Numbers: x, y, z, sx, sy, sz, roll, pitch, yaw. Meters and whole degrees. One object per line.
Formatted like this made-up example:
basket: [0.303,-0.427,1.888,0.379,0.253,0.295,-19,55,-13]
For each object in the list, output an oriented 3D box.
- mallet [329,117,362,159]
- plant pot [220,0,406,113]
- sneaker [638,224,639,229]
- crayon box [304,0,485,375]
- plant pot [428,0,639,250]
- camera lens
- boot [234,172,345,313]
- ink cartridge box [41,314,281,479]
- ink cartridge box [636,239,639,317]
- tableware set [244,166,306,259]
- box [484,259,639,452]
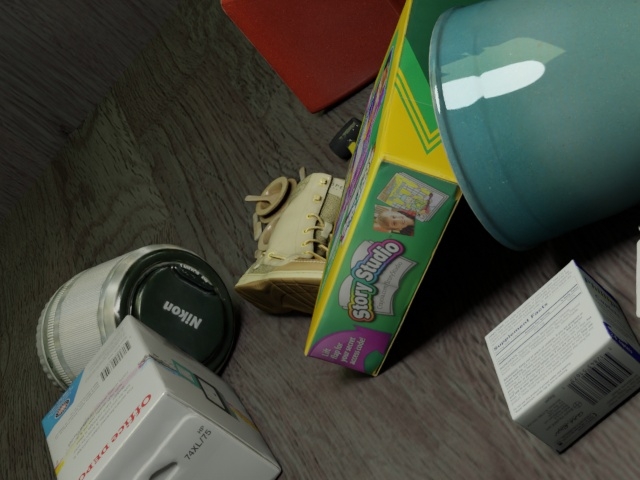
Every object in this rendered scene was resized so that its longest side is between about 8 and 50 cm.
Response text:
mallet: [0.064,-0.124,1.967,0.062,0.039,0.190,-51,28,11]
plant pot: [0.042,-0.405,2.140,0.235,0.267,0.267,-11,45,36]
sneaker: [0.351,-0.033,1.340,0.083,0.037,0.032,-57,23,-13]
crayon box: [0.092,-0.071,1.578,0.363,0.106,0.313,109,175,-49]
plant pot: [0.288,-0.149,1.368,0.255,0.272,0.272,-16,41,30]
camera lens: [-0.276,0.133,1.989,0.274,0.219,0.219,-19,41,50]
boot: [0.000,0.000,1.844,0.262,0.095,0.203,-9,47,61]
ink cartridge box: [-0.214,0.266,1.729,0.198,0.197,0.270,-51,24,3]
ink cartridge box: [0.376,0.014,1.202,0.181,0.061,0.104,-30,33,38]
tableware set: [-0.073,-0.041,2.083,0.128,0.039,0.194,-43,26,19]
box: [0.239,0.112,1.299,0.126,0.072,0.137,-44,27,19]
